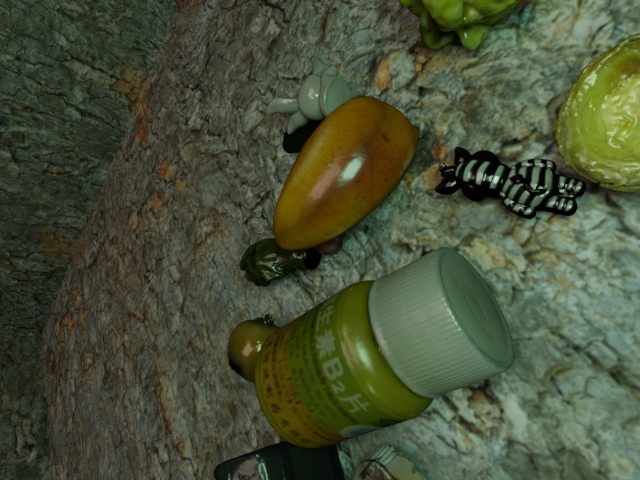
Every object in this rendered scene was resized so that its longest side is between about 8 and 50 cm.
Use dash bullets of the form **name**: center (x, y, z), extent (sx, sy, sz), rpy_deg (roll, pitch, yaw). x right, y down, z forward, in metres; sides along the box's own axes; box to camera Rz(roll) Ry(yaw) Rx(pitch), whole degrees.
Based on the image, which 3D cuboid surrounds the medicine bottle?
- **medicine bottle**: center (0.085, 0.182, 0.655), extent (0.384, 0.224, 0.225), rpy_deg (-36, 57, 32)

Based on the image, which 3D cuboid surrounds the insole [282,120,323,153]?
- **insole**: center (0.018, -0.251, 0.983), extent (0.348, 0.009, 0.119), rpy_deg (14, 89, 46)

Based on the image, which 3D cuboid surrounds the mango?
- **mango**: center (0.029, -0.121, 0.788), extent (0.201, 0.199, 0.350), rpy_deg (43, 94, 7)

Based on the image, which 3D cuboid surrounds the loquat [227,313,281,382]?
- **loquat**: center (-0.142, 0.251, 0.927), extent (0.163, 0.137, 0.163), rpy_deg (-37, 47, 54)

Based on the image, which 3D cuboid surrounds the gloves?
- **gloves**: center (-0.114, 0.047, 0.980), extent (0.268, 0.107, 0.135), rpy_deg (-21, 35, 43)

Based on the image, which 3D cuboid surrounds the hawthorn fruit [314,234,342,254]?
- **hawthorn fruit**: center (0.000, 0.000, 0.871), extent (0.066, 0.103, 0.067), rpy_deg (26, 120, 58)

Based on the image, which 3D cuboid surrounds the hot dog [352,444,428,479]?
- **hot dog**: center (0.151, 0.455, 0.628), extent (0.268, 0.075, 0.144), rpy_deg (44, 116, 38)

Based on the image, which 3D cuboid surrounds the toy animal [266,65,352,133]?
- **toy animal**: center (-0.024, -0.339, 0.971), extent (0.220, 0.103, 0.131), rpy_deg (12, 81, 45)

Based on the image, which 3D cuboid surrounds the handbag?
- **handbag**: center (-0.062, 0.458, 0.710), extent (0.181, 0.254, 0.182), rpy_deg (-31, 61, 23)

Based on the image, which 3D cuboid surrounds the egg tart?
- **egg tart**: center (0.416, -0.161, 0.504), extent (0.212, 0.090, 0.213), rpy_deg (-16, 68, 44)

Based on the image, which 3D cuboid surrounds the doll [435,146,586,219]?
- **doll**: center (0.288, -0.091, 0.633), extent (0.219, 0.067, 0.091), rpy_deg (25, 95, 40)

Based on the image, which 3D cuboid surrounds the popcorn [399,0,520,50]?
- **popcorn**: center (0.245, -0.455, 0.650), extent (0.235, 0.241, 0.250), rpy_deg (-57, 33, -3)
